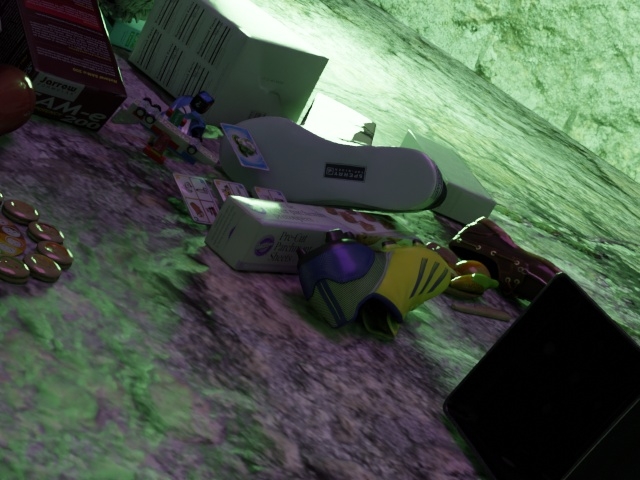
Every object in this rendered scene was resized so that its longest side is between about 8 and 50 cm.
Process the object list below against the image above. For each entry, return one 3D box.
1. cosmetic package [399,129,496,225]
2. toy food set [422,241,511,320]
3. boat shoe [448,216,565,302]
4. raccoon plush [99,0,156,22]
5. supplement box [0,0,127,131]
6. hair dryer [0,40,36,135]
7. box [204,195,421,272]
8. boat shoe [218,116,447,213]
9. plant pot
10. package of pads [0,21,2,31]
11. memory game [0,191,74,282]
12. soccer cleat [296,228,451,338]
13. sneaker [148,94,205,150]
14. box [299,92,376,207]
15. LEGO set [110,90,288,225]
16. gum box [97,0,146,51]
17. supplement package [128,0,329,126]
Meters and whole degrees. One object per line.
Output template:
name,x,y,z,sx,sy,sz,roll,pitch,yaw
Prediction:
cosmetic package,0.206,-0.103,2.115,0.099,0.060,0.239,20,19,-20
toy food set,0.174,0.035,1.705,0.132,0.038,0.192,12,24,-44
boat shoe,0.275,0.047,1.798,0.073,0.073,0.207,-34,52,-28
raccoon plush,-0.326,-0.486,2.013,0.299,0.216,0.446,45,-7,19
supplement box,-0.334,-0.256,1.549,0.130,0.073,0.239,13,43,-41
hair dryer,-0.416,-0.165,1.334,0.224,0.080,0.293,1,23,-32
box,0.000,0.000,1.489,0.063,0.067,0.324,39,19,32
boat shoe,0.017,-0.090,1.632,0.301,0.108,0.102,8,-6,18
plant pot,0.266,0.179,1.231,0.167,0.187,0.188,33,12,-34
package of pads,-0.506,-0.386,1.487,0.229,0.101,0.296,22,47,-51
memory game,-0.309,-0.016,1.135,0.186,0.012,0.186,26,17,-9
soccer cleat,0.071,0.061,1.435,0.289,0.093,0.121,8,56,-58
sneaker,-0.180,-0.148,1.651,0.059,0.053,0.144,25,26,0
box,0.010,-0.129,1.819,0.113,0.094,0.275,27,17,-4
LEGO set,-0.142,-0.093,1.544,0.182,0.060,0.244,7,45,-47
gum box,-0.283,-0.340,2.052,0.184,0.041,0.157,16,22,-35
supplement package,-0.140,-0.275,1.907,0.203,0.149,0.194,40,20,33
